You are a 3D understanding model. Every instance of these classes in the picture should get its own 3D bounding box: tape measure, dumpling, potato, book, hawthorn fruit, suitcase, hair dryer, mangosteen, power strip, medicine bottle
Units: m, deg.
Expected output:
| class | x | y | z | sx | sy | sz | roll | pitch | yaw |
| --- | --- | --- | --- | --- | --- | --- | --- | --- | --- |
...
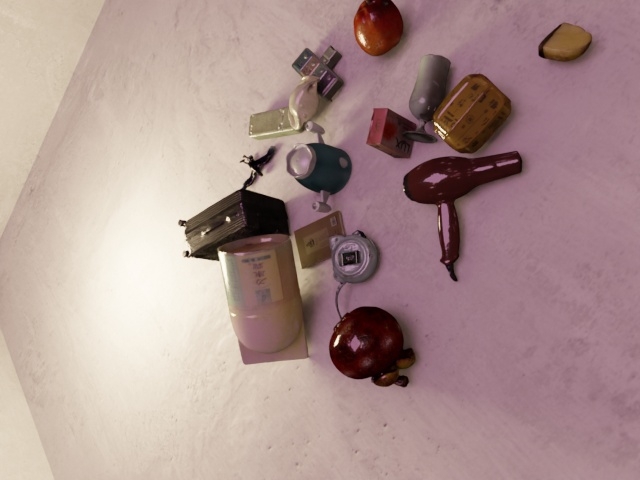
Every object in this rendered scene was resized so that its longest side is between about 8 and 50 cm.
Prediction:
| class | x | y | z | sx | sy | sz | roll | pitch | yaw |
| --- | --- | --- | --- | --- | --- | --- | --- | --- | --- |
| tape measure | 0.105 | 0.135 | 1.651 | 0.164 | 0.084 | 0.330 | -16 | 75 | 33 |
| dumpling | -0.067 | -0.459 | 1.827 | 0.134 | 0.099 | 0.169 | 36 | 130 | 53 |
| potato | 0.605 | -0.469 | 1.345 | 0.096 | 0.066 | 0.103 | -44 | 50 | -3 |
| book | 0.000 | 0.000 | 1.803 | 0.198 | 0.016 | 0.138 | -24 | 69 | 34 |
| hawthorn fruit | 0.164 | -0.663 | 1.658 | 0.157 | 0.194 | 0.157 | -20 | 41 | 19 |
| suitcase | -0.300 | -0.046 | 1.916 | 0.335 | 0.229 | 0.152 | -25 | 68 | 34 |
| hair dryer | 0.385 | -0.060 | 1.465 | 0.312 | 0.123 | 0.341 | -6 | 90 | 28 |
| mangosteen | 0.152 | 0.305 | 1.531 | 0.257 | 0.215 | 0.215 | 39 | 111 | 3 |
| power strip | -0.139 | -0.420 | 1.956 | 0.288 | 0.053 | 0.093 | 0 | 82 | 39 |
| power strip | 0.010 | -0.583 | 1.864 | 0.145 | 0.061 | 0.216 | -47 | 58 | 16 |
| medicine bottle | -0.176 | 0.200 | 1.755 | 0.235 | 0.235 | 0.406 | 1 | 105 | 39 |

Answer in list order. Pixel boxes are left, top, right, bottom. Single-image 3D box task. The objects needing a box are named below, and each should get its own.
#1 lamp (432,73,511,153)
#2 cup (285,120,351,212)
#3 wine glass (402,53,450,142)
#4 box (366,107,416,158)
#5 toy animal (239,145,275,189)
| class | x | y | z | sx | sy | sz | roll | pitch | yaw |
| --- | --- | --- | --- | --- | --- | --- | --- | --- | --- |
| lamp | 0.395 | -0.331 | 1.445 | 0.185 | 0.161 | 0.161 | -48 | 57 | 24 |
| cup | -0.018 | -0.236 | 1.752 | 0.167 | 0.173 | 0.300 | -15 | 75 | 38 |
| wine glass | 0.304 | -0.401 | 1.562 | 0.103 | 0.103 | 0.231 | 10 | 86 | 40 |
| box | 0.205 | -0.308 | 1.594 | 0.060 | 0.156 | 0.111 | 12 | 90 | 47 |
| toy animal | -0.244 | -0.273 | 2.025 | 0.108 | 0.062 | 0.220 | 42 | 110 | 16 |
